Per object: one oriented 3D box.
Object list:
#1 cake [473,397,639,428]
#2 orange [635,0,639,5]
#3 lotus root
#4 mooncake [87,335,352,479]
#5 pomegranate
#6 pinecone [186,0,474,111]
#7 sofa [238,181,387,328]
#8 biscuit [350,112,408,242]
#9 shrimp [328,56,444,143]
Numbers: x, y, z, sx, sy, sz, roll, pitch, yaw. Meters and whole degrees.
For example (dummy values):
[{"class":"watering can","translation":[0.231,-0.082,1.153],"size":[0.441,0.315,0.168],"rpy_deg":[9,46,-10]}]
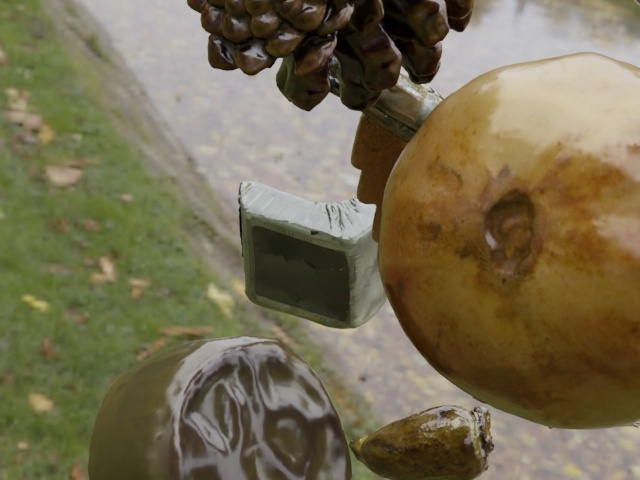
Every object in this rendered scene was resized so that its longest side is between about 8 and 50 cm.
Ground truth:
[{"class":"cake","translation":[0.258,0.114,1.533],"size":[0.158,0.159,0.262],"rpy_deg":[1,-2,-11]},{"class":"orange","translation":[0.425,-0.316,1.522],"size":[0.206,0.206,0.206],"rpy_deg":[10,22,-4]},{"class":"lotus root","translation":[0.122,0.260,1.742],"size":[0.191,0.108,0.094],"rpy_deg":[-14,37,20]},{"class":"mooncake","translation":[-0.098,0.243,1.497],"size":[0.156,0.284,0.284],"rpy_deg":[-15,-1,43]},{"class":"pomegranate","translation":[0.227,-0.002,1.215],"size":[0.338,0.338,0.338],"rpy_deg":[10,22,-4]},{"class":"pinecone","translation":[0.027,-0.235,1.267],"size":[0.264,0.264,0.264],"rpy_deg":[10,22,-4]},{"class":"sofa","translation":[0.000,0.000,2.151],"size":[0.225,0.210,0.176],"rpy_deg":[14,41,23]},{"class":"biscuit","translation":[0.122,-0.085,1.752],"size":[0.212,0.238,0.041],"rpy_deg":[-22,33,29]},{"class":"shrimp","translation":[0.063,-0.172,1.599],"size":[0.254,0.059,0.145],"rpy_deg":[29,-8,-20]}]
